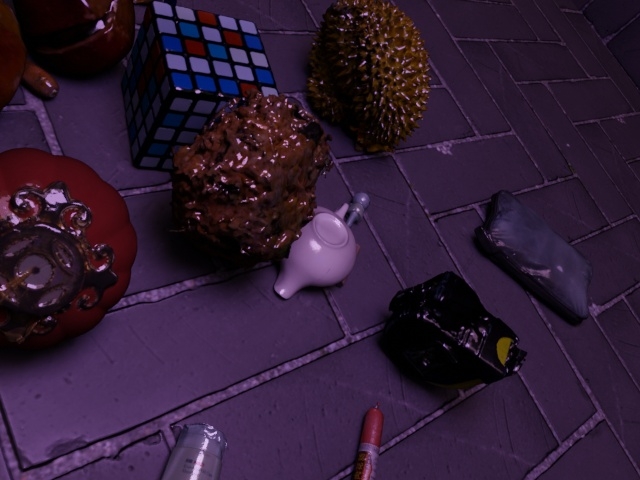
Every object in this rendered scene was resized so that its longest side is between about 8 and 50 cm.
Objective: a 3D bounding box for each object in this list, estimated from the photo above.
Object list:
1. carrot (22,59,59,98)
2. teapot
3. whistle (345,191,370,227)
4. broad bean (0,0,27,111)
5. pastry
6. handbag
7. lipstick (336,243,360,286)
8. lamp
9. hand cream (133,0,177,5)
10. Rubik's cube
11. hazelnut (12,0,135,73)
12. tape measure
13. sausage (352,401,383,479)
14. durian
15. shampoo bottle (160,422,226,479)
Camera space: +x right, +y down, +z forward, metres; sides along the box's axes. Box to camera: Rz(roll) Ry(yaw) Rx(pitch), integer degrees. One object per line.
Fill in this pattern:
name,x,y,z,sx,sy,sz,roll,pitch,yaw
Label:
carrot,-0.460,-0.268,0.836,0.165,0.036,0.036,37,48,-5
teapot,0.000,0.000,0.934,0.145,0.092,0.226,43,44,-4
whistle,0.067,-0.056,1.048,0.035,0.035,0.100,37,50,-8
broad bean,-0.476,-0.245,0.740,0.156,0.122,0.229,7,68,-13
pastry,-0.087,-0.071,0.795,0.274,0.275,0.193,-22,58,-41
handbag,0.481,0.030,1.248,0.332,0.075,0.192,39,51,-11
lipstick,0.048,0.042,0.983,0.019,0.019,0.094,36,48,-9
lamp,-0.326,0.009,0.638,0.226,0.227,0.227,17,54,-24
hand cream,-0.347,-0.466,1.039,0.163,0.039,0.062,4,61,-25
Rubik's cube,-0.192,-0.231,0.887,0.184,0.187,0.182,2,60,-35
hazelnut,-0.376,-0.361,0.851,0.204,0.177,0.178,64,30,-44
tape measure,0.195,0.158,0.897,0.199,0.186,0.112,47,52,-4
sausage,0.058,0.343,0.787,0.034,0.034,0.253,30,48,-14
durian,0.104,-0.332,1.113,0.258,0.258,0.293,-2,67,-34
shampoo bottle,-0.162,0.319,0.645,0.072,0.049,0.213,23,51,-14
